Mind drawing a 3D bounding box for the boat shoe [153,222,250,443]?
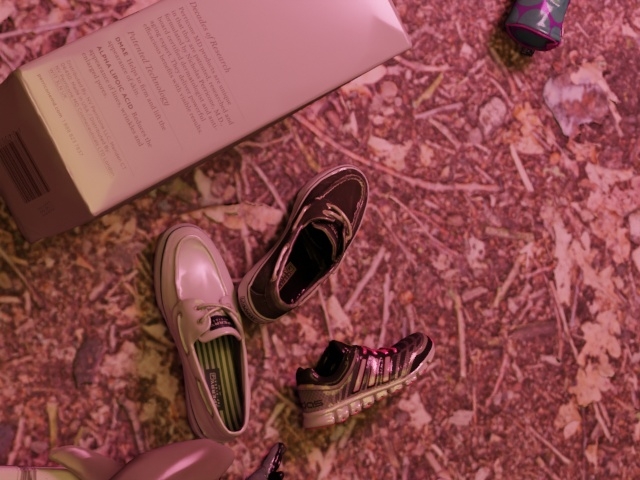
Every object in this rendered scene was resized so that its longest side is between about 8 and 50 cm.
[{"bbox_3d":[-0.106,0.090,1.725,0.083,0.076,0.226,-14,89,-27],"label":"boat shoe"}]

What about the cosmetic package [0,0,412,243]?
[{"bbox_3d":[-0.129,-0.156,1.673,0.385,0.217,0.156,-32,97,-27],"label":"cosmetic package"}]

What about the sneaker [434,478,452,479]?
[{"bbox_3d":[0.108,0.352,1.744,0.090,0.115,0.232,28,72,-20],"label":"sneaker"}]

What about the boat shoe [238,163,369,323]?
[{"bbox_3d":[0.000,0.000,1.779,0.078,0.070,0.219,46,55,-17],"label":"boat shoe"}]

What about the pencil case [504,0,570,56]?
[{"bbox_3d":[0.266,-0.287,1.964,0.070,0.064,0.151,27,72,-4],"label":"pencil case"}]

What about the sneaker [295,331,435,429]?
[{"bbox_3d":[0.044,0.130,1.799,0.170,0.063,0.075,-28,102,-21],"label":"sneaker"}]

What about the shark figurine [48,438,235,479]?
[{"bbox_3d":[-0.180,0.287,1.542,0.166,0.116,0.278,26,70,-20],"label":"shark figurine"}]

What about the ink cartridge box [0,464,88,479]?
[{"bbox_3d":[-0.275,0.290,1.608,0.218,0.092,0.158,5,81,-24],"label":"ink cartridge box"}]

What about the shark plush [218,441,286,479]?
[{"bbox_3d":[-0.087,0.260,1.726,0.067,0.073,0.161,34,72,14],"label":"shark plush"}]
